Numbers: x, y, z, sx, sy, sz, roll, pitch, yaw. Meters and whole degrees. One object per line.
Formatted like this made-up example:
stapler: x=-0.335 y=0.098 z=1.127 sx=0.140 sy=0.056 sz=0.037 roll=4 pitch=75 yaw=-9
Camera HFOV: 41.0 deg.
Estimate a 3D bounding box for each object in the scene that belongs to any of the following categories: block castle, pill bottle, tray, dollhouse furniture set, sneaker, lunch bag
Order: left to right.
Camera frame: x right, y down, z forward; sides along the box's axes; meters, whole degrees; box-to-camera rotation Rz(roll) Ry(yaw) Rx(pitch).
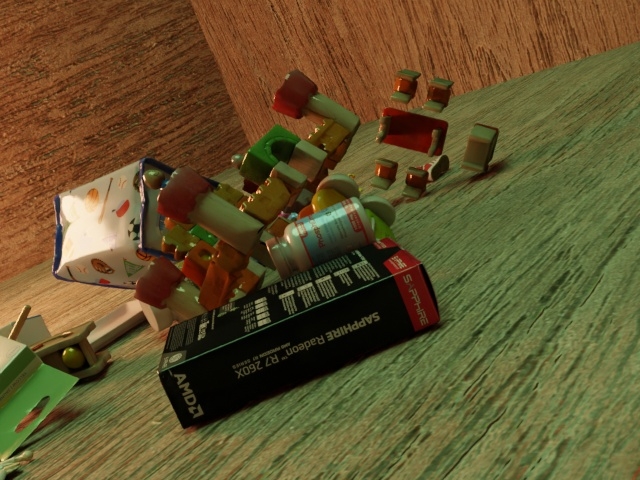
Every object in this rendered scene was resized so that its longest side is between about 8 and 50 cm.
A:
tray: x=-0.450 y=0.190 z=1.777 sx=0.145 sy=0.030 sz=0.270 roll=-11 pitch=16 yaw=40
lunch bag: x=-0.327 y=0.002 z=1.852 sx=0.328 sy=0.238 sz=0.386 roll=-12 pitch=-17 yaw=38
pill bottle: x=-0.236 y=0.089 z=1.628 sx=0.208 sy=0.117 sz=0.118 roll=-26 pitch=13 yaw=-22
block castle: x=-0.139 y=-0.081 z=1.498 sx=0.453 sy=0.213 sz=0.303 roll=-52 pitch=-9 yaw=-46
pill bottle: x=0.000 y=0.000 z=1.337 sx=0.160 sy=0.087 sz=0.087 roll=-23 pitch=12 yaw=-2
sneaker: x=0.264 y=-0.173 z=2.070 sx=0.067 sy=0.042 sz=0.118 roll=-9 pitch=19 yaw=36
dollhouse furniture set: x=0.256 y=-0.229 z=1.906 sx=0.259 sy=0.262 sz=0.135 roll=17 pitch=22 yaw=13

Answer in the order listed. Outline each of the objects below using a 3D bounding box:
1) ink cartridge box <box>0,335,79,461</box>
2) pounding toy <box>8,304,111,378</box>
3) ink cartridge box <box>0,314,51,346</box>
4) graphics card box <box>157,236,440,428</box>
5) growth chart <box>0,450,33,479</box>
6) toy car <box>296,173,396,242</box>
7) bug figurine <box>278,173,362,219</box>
ink cartridge box: x=-0.517 y=0.246 z=1.379 sx=0.235 sy=0.056 sz=0.171 roll=5 pitch=48 yaw=46
pounding toy: x=-0.526 y=0.205 z=1.548 sx=0.270 sy=0.154 sz=0.154 roll=-21 pitch=10 yaw=22
ink cartridge box: x=-0.660 y=0.232 z=1.741 sx=0.191 sy=0.082 sz=0.139 roll=-29 pitch=-2 yaw=7
graphics card box: x=-0.036 y=0.118 z=1.202 sx=0.371 sy=0.094 sz=0.233 roll=-22 pitch=11 yaw=-3
growth chart: x=-0.489 y=0.359 z=1.123 sx=0.172 sy=0.021 sz=0.237 roll=-22 pitch=12 yaw=2
toy car: x=0.042 y=-0.011 z=1.485 sx=0.136 sy=0.182 sz=0.159 roll=-43 pitch=28 yaw=37
bug figurine: x=-0.030 y=-0.079 z=2.114 sx=0.216 sy=0.072 sz=0.279 roll=-13 pitch=15 yaw=37
